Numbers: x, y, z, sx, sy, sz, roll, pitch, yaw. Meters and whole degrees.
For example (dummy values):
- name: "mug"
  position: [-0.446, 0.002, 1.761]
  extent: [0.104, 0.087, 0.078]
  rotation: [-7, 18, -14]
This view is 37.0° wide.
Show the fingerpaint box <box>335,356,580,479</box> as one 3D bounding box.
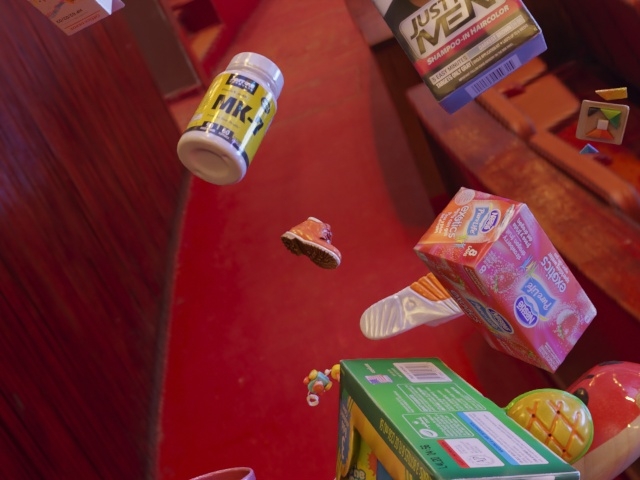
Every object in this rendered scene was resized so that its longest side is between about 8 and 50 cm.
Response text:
- name: "fingerpaint box"
  position: [0.135, 0.382, 1.185]
  extent: [0.163, 0.371, 0.445]
  rotation: [0, 9, -12]

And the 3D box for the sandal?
- name: "sandal"
  position: [0.208, 0.132, 1.952]
  extent: [0.265, 0.076, 0.102]
  rotation: [-21, 69, 8]

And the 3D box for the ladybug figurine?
- name: "ladybug figurine"
  position: [0.525, 0.360, 1.845]
  extent: [0.305, 0.162, 0.449]
  rotation: [-38, -15, -29]

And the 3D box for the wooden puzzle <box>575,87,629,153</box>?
- name: "wooden puzzle"
  position: [0.448, -0.188, 1.521]
  extent: [0.078, 0.116, 0.014]
  rotation: [5, 31, 16]

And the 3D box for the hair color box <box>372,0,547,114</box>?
- name: "hair color box"
  position: [0.171, -0.407, 1.493]
  extent: [0.185, 0.374, 0.113]
  rotation: [-34, -13, 13]

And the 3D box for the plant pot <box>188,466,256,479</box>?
- name: "plant pot"
  position: [-0.210, 0.581, 1.948]
  extent: [0.201, 0.180, 0.201]
  rotation: [-16, 0, 0]

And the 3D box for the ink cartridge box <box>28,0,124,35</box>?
- name: "ink cartridge box"
  position: [-0.451, -0.442, 1.732]
  extent: [0.104, 0.181, 0.062]
  rotation: [-20, 55, 23]

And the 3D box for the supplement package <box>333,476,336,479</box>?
- name: "supplement package"
  position: [0.103, 0.571, 1.691]
  extent: [0.204, 0.262, 0.145]
  rotation: [-57, 12, 2]

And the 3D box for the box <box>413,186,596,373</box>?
- name: "box"
  position: [0.265, 0.058, 1.356]
  extent: [0.123, 0.257, 0.128]
  rotation: [-51, 36, -14]

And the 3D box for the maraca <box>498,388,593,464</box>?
- name: "maraca"
  position: [0.332, 0.299, 1.493]
  extent: [0.185, 0.127, 0.099]
  rotation: [-10, -5, 5]

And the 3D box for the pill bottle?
- name: "pill bottle"
  position: [-0.143, -0.204, 1.580]
  extent: [0.119, 0.119, 0.208]
  rotation: [-5, 50, 37]

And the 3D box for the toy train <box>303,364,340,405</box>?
- name: "toy train"
  position: [0.042, 0.363, 2.317]
  extent: [0.166, 0.125, 0.046]
  rotation: [-10, 23, 6]

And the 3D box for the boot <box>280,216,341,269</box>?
- name: "boot"
  position: [0.000, 0.000, 1.840]
  extent: [0.084, 0.059, 0.158]
  rotation: [-37, 39, -22]
